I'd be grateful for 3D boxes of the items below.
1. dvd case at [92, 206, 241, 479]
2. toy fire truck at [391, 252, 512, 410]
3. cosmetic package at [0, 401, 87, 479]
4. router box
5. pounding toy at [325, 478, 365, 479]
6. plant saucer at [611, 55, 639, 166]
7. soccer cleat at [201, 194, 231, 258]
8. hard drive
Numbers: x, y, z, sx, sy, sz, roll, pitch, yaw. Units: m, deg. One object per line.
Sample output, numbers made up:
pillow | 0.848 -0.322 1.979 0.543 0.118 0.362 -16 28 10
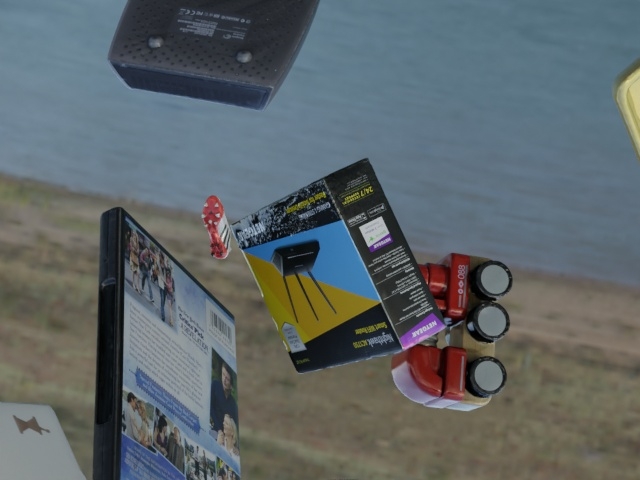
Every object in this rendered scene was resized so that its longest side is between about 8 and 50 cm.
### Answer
dvd case | -0.110 0.121 1.053 0.022 0.253 0.180 -19 141 19
toy fire truck | 0.140 0.115 2.012 0.246 0.217 0.158 10 164 -14
cosmetic package | -0.471 0.425 1.625 0.327 0.393 0.329 10 -148 -41
router box | 0.008 0.024 1.056 0.046 0.133 0.179 -26 -179 -27
pounding toy | 0.051 0.306 1.283 0.237 0.110 0.183 -7 140 12
plant saucer | 0.456 -0.143 1.537 0.081 0.333 0.332 32 157 52
soccer cleat | -0.127 -0.018 1.780 0.029 0.083 0.035 -2 -164 24
hard drive | -0.085 -0.224 1.339 0.172 0.254 0.054 10 139 8
